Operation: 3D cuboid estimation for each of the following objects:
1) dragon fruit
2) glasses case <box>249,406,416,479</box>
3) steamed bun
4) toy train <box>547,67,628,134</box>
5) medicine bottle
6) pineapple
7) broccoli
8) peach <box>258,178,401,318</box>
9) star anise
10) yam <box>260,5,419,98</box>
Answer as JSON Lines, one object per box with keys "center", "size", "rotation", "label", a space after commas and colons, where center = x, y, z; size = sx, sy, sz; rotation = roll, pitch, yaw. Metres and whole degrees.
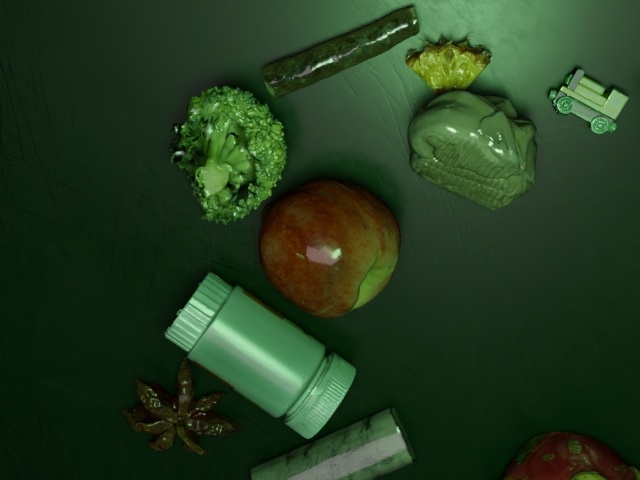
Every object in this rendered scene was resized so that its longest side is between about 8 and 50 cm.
{"center": [0.429, 0.495, 1.648], "size": [0.290, 0.189, 0.291], "rotation": [4, 101, 20], "label": "dragon fruit"}
{"center": [0.021, 0.418, 1.750], "size": [0.299, 0.060, 0.114], "rotation": [-25, 86, 9], "label": "glasses case"}
{"center": [0.248, -0.163, 1.488], "size": [0.218, 0.211, 0.144], "rotation": [20, 69, 2], "label": "steamed bun"}
{"center": [0.428, -0.221, 1.507], "size": [0.122, 0.050, 0.081], "rotation": [29, 105, -2], "label": "toy train"}
{"center": [-0.109, 0.198, 1.664], "size": [0.318, 0.158, 0.158], "rotation": [36, 109, -5], "label": "medicine bottle"}
{"center": [0.205, -0.273, 1.519], "size": [0.137, 0.069, 0.116], "rotation": [5, 115, 16], "label": "pineapple"}
{"center": [-0.157, -0.136, 1.553], "size": [0.198, 0.176, 0.226], "rotation": [32, 95, 1], "label": "broccoli"}
{"center": [0.000, 0.000, 1.559], "size": [0.256, 0.232, 0.232], "rotation": [43, 113, 29], "label": "peach"}
{"center": [-0.268, 0.326, 1.764], "size": [0.212, 0.111, 0.196], "rotation": [-13, 99, 19], "label": "star anise"}
{"center": [0.032, -0.304, 1.531], "size": [0.274, 0.061, 0.061], "rotation": [-21, 104, 13], "label": "yam"}
